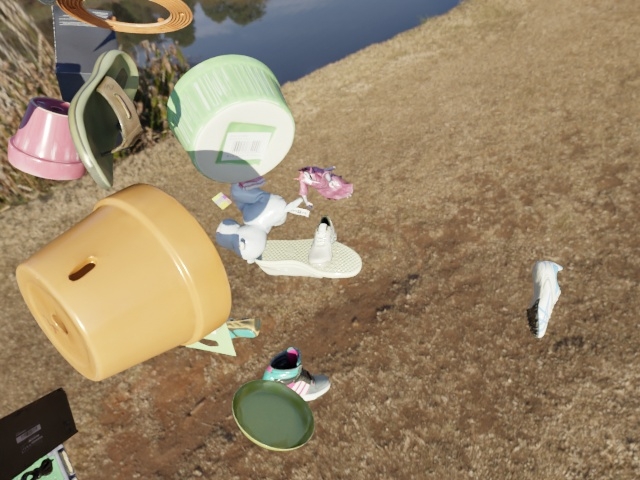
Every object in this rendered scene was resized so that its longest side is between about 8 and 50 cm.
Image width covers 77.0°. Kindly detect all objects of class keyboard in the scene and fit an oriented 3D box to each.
[{"bbox_3d":[-0.414,0.290,0.566,0.023,0.108,0.180,-18,-1,4],"label":"keyboard"}]

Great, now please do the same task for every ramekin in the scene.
[{"bbox_3d":[-0.211,-0.286,1.013,0.304,0.303,0.148,-24,63,-11],"label":"ramekin"}]

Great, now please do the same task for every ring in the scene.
[{"bbox_3d":[-0.527,-0.641,1.104,0.337,0.032,0.336,-3,9,0],"label":"ring"}]

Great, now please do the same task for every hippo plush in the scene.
[{"bbox_3d":[-0.214,-0.041,1.361,0.294,0.234,0.236,21,76,16],"label":"hippo plush"}]

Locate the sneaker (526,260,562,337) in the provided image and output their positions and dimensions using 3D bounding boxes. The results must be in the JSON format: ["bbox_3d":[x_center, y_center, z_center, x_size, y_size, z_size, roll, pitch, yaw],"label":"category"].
[{"bbox_3d":[0.680,0.180,1.214,0.086,0.237,0.085,6,4,5],"label":"sneaker"}]

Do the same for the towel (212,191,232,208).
[{"bbox_3d":[-0.464,-0.187,1.897,0.060,0.083,0.009,-36,44,8],"label":"towel"}]

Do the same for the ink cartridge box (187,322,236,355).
[{"bbox_3d":[-0.323,0.210,1.030,0.171,0.235,0.056,4,28,21],"label":"ink cartridge box"}]

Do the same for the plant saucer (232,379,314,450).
[{"bbox_3d":[-0.133,0.485,1.113,0.241,0.037,0.241,21,18,-7],"label":"plant saucer"}]

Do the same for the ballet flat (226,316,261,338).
[{"bbox_3d":[-0.317,0.328,1.517,0.232,0.080,0.073,-6,41,28],"label":"ballet flat"}]

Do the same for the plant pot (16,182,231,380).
[{"bbox_3d":[-0.317,0.079,0.642,0.291,0.290,0.203,16,35,30],"label":"plant pot"}]

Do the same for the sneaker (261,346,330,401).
[{"bbox_3d":[-0.079,0.476,1.460,0.296,0.178,0.124,3,16,-35],"label":"sneaker"}]

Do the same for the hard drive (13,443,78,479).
[{"bbox_3d":[-0.565,0.522,0.648,0.339,0.064,0.236,-24,76,-36],"label":"hard drive"}]

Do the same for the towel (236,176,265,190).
[{"bbox_3d":[-0.268,-0.237,1.263,0.197,0.029,0.144,43,24,0],"label":"towel"}]

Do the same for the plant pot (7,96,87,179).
[{"bbox_3d":[-0.764,-0.299,1.153,0.201,0.180,0.201,22,24,-10],"label":"plant pot"}]

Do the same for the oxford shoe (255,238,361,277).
[{"bbox_3d":[-0.052,0.084,1.652,0.450,0.130,0.169,3,53,13],"label":"oxford shoe"}]

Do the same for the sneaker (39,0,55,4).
[{"bbox_3d":[-0.763,-0.787,1.170,0.209,0.069,0.082,-42,66,8],"label":"sneaker"}]

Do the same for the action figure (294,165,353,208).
[{"bbox_3d":[0.005,-0.321,2.062,0.248,0.370,0.275,-27,64,32],"label":"action figure"}]

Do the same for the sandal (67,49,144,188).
[{"bbox_3d":[-0.358,-0.230,0.711,0.086,0.120,0.302,-1,61,-1],"label":"sandal"}]

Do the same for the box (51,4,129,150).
[{"bbox_3d":[-0.772,-0.534,1.370,0.179,0.343,0.312,-7,64,-25],"label":"box"}]

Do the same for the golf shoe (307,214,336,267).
[{"bbox_3d":[0.000,0.000,1.071,0.069,0.086,0.176,-2,34,10],"label":"golf shoe"}]
